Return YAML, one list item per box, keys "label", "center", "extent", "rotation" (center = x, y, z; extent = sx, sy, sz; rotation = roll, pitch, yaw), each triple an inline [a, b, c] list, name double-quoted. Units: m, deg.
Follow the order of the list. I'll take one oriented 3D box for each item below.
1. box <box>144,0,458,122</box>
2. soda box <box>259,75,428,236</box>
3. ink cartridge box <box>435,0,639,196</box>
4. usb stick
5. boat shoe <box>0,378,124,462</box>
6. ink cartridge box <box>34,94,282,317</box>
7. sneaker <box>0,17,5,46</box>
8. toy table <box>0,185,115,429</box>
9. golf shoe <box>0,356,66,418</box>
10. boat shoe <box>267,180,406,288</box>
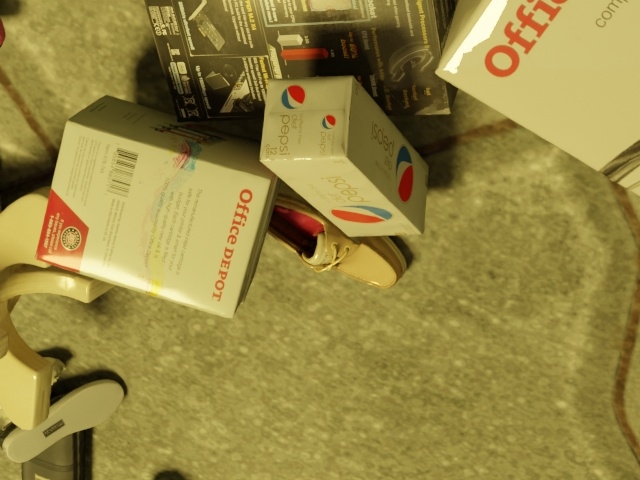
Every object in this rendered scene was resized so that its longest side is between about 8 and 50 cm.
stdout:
- label: "box"
  center: [-0.029, -0.242, 1.094]
  extent: [0.242, 0.076, 0.307]
  rotation: [-1, 126, 18]
- label: "soda box"
  center: [0.025, -0.063, 1.143]
  extent: [0.074, 0.069, 0.216]
  rotation: [-1, 165, 20]
- label: "ink cartridge box"
  center: [0.323, -0.156, 0.987]
  extent: [0.395, 0.166, 0.285]
  rotation: [30, 129, -5]
- label: "usb stick"
  center: [-0.308, 0.282, 1.609]
  extent: [0.077, 0.045, 0.278]
  rotation: [14, 130, 6]
- label: "boat shoe"
  center: [-0.278, 0.185, 1.488]
  extent: [0.040, 0.142, 0.049]
  rotation: [30, 142, 51]
- label: "ink cartridge box"
  center: [-0.129, -0.031, 1.188]
  extent: [0.176, 0.127, 0.128]
  rotation: [18, 106, 2]
- label: "sneaker"
  center: [-0.356, -0.181, 1.258]
  extent: [0.170, 0.063, 0.075]
  rotation: [10, 129, 17]
- label: "toy table"
  center: [-0.318, 0.046, 1.324]
  extent: [0.161, 0.252, 0.274]
  rotation: [23, 132, 21]
- label: "golf shoe"
  center: [-0.358, 0.148, 1.512]
  extent: [0.176, 0.069, 0.086]
  rotation: [-20, 112, 28]
- label: "boat shoe"
  center: [0.000, 0.000, 1.282]
  extent: [0.170, 0.059, 0.063]
  rotation: [32, 130, -7]
